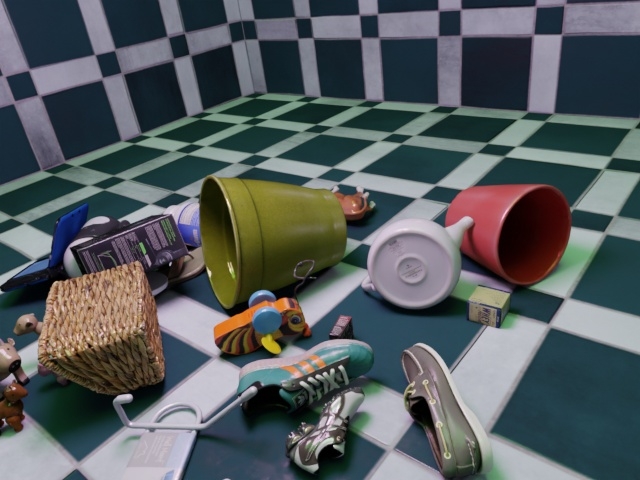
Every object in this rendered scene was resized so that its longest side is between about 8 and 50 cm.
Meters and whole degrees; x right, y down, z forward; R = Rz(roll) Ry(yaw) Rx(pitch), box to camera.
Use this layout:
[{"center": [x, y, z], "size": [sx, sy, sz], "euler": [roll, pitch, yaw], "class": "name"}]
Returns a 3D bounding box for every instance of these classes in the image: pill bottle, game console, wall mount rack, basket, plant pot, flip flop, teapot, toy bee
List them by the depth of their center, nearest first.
[{"center": [-0.274, 0.394, 0.950], "size": [0.305, 0.130, 0.350], "euler": [-3, 30, 8], "class": "wall mount rack"}, {"center": [-0.506, 0.225, 1.225], "size": [0.223, 0.213, 0.299], "euler": [-15, 35, -13], "class": "basket"}, {"center": [-0.103, 0.203, 1.265], "size": [0.299, 0.162, 0.195], "euler": [-24, 31, 23], "class": "toy bee"}, {"center": [0.247, 0.049, 1.358], "size": [0.256, 0.252, 0.187], "euler": [13, 20, 13], "class": "teapot"}, {"center": [0.498, -0.038, 1.426], "size": [0.275, 0.274, 0.243], "euler": [-21, 23, -22], "class": "plant pot"}, {"center": [-0.128, -0.017, 1.482], "size": [0.353, 0.366, 0.366], "euler": [-8, 26, -26], "class": "plant pot"}, {"center": [-0.469, 0.084, 1.609], "size": [0.277, 0.080, 0.112], "euler": [-26, 33, -29], "class": "flip flop"}, {"center": [-0.882, 0.015, 1.665], "size": [0.251, 0.173, 0.293], "euler": [-17, 15, -2], "class": "game console"}, {"center": [-0.405, -0.050, 1.763], "size": [0.272, 0.152, 0.152], "euler": [8, 33, 29], "class": "pill bottle"}]

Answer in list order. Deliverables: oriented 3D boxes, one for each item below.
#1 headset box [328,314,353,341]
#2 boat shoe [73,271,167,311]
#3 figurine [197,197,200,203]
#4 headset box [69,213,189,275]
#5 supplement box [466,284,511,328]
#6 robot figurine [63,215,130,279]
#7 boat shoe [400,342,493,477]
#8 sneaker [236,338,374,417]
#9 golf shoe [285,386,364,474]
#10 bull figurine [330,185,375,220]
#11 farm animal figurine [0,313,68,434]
[{"center": [0.052, 0.225, 1.241], "size": [0.032, 0.062, 0.083], "euler": [6, 33, 23], "class": "headset box"}, {"center": [-0.559, 0.175, 1.464], "size": [0.096, 0.088, 0.268], "euler": [35, 45, 29], "class": "boat shoe"}, {"center": [-0.322, -0.137, 1.983], "size": [0.210, 0.092, 0.215], "euler": [15, 35, 23], "class": "figurine"}, {"center": [-0.544, 0.025, 1.484], "size": [0.283, 0.131, 0.246], "euler": [-27, 14, -28], "class": "headset box"}, {"center": [0.414, 0.161, 1.271], "size": [0.083, 0.056, 0.083], "euler": [12, 34, 32], "class": "supplement box"}, {"center": [-0.715, 0.031, 1.679], "size": [0.174, 0.208, 0.278], "euler": [7, 28, -7], "class": "robot figurine"}, {"center": [0.215, 0.314, 0.993], "size": [0.091, 0.109, 0.305], "euler": [-9, 32, -12], "class": "boat shoe"}, {"center": [-0.028, 0.302, 1.089], "size": [0.303, 0.108, 0.121], "euler": [-16, 29, 3], "class": "sneaker"}, {"center": [0.028, 0.368, 0.993], "size": [0.198, 0.077, 0.094], "euler": [-34, 49, -28], "class": "golf shoe"}, {"center": [0.041, -0.131, 1.848], "size": [0.311, 0.101, 0.188], "euler": [12, 32, 32], "class": "bull figurine"}, {"center": [-0.742, 0.280, 1.229], "size": [0.327, 0.172, 0.330], "euler": [-1, 29, 13], "class": "farm animal figurine"}]
